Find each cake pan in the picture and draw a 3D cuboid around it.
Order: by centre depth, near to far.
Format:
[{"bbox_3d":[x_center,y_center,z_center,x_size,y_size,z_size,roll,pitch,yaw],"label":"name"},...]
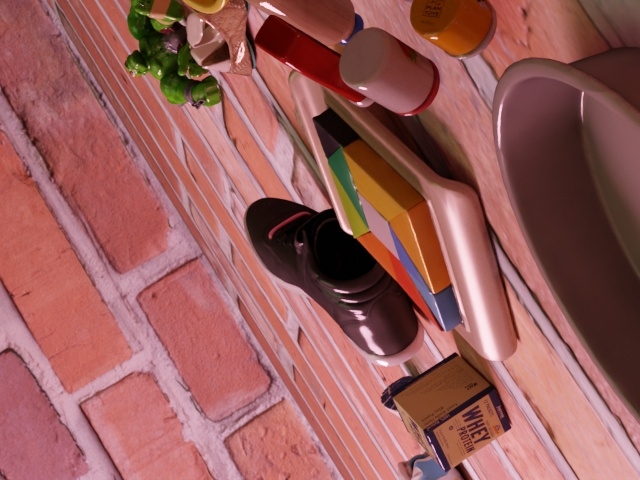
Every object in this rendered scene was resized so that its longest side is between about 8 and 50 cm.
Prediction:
[{"bbox_3d":[0.192,0.024,0.751,0.293,0.054,0.293,57,171,15],"label":"cake pan"}]

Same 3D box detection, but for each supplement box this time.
[{"bbox_3d":[0.130,0.170,1.448,0.083,0.083,0.056,43,162,56],"label":"supplement box"}]

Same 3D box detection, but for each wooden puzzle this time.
[{"bbox_3d":[0.063,-0.020,1.245,0.239,0.044,0.221,41,160,42],"label":"wooden puzzle"}]

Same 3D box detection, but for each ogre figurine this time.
[{"bbox_3d":[-0.193,-0.246,1.845,0.197,0.097,0.118,45,153,-4],"label":"ogre figurine"}]

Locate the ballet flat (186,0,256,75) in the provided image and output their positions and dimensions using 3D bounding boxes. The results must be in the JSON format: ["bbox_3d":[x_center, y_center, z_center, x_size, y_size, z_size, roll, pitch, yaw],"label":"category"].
[{"bbox_3d":[-0.110,-0.221,1.538,0.073,0.067,0.206,55,170,17],"label":"ballet flat"}]

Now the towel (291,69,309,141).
[{"bbox_3d":[0.013,-0.093,1.412,0.148,0.027,0.110,56,171,22],"label":"towel"}]

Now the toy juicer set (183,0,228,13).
[{"bbox_3d":[-0.161,-0.337,1.109,0.329,0.089,0.209,45,150,0],"label":"toy juicer set"}]

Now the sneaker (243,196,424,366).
[{"bbox_3d":[0.001,0.000,1.568,0.296,0.104,0.147,43,161,41],"label":"sneaker"}]

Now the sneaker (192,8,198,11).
[{"bbox_3d":[-0.110,-0.274,1.319,0.097,0.084,0.235,64,169,-23],"label":"sneaker"}]

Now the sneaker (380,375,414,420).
[{"bbox_3d":[0.118,0.213,1.756,0.058,0.052,0.135,60,172,-30],"label":"sneaker"}]

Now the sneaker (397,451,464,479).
[{"bbox_3d":[0.142,0.325,1.908,0.092,0.087,0.228,65,165,8],"label":"sneaker"}]

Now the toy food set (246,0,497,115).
[{"bbox_3d":[0.034,-0.145,0.939,0.104,0.111,0.232,25,-172,-45],"label":"toy food set"}]
